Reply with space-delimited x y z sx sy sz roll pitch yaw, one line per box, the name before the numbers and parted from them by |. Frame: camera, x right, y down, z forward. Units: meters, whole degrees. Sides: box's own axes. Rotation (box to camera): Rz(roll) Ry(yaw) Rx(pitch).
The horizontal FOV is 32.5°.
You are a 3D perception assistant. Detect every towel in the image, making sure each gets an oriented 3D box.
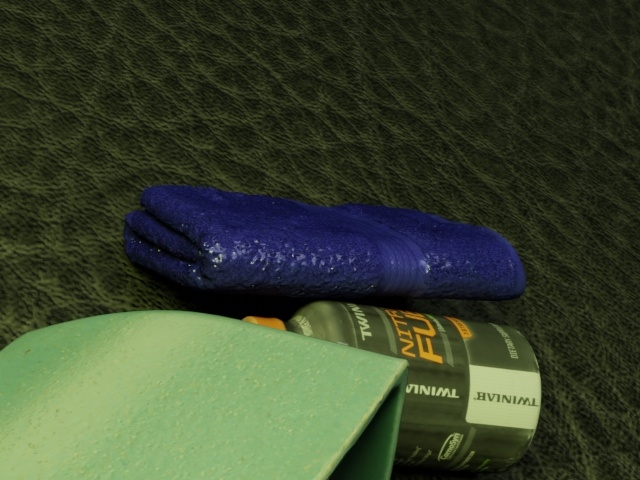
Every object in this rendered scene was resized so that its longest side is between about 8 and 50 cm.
towel | 0.000 0.000 0.976 0.308 0.076 0.228 3 5 -28

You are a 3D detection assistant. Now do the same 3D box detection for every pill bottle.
pill bottle | 0.047 0.120 0.907 0.246 0.130 0.130 9 41 -22

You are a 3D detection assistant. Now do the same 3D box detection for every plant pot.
plant pot | -0.122 0.186 0.661 0.252 0.248 0.247 19 35 20
